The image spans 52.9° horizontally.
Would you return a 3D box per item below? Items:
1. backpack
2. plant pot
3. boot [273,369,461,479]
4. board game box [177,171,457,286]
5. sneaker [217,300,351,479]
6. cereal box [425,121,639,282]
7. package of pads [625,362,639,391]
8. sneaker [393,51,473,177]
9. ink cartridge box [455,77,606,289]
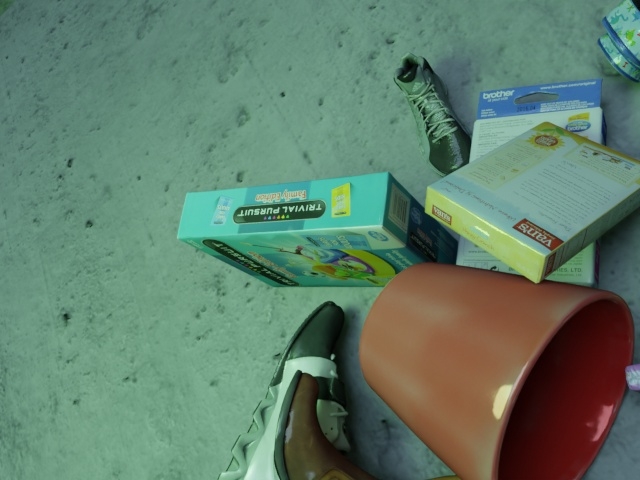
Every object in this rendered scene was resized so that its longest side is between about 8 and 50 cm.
[{"bbox_3d":[0.441,-0.276,0.894,0.084,0.114,0.104,-41,52,35],"label":"backpack"},{"bbox_3d":[0.198,0.152,0.785,0.243,0.275,0.274,22,82,47],"label":"plant pot"},{"bbox_3d":[0.082,0.296,0.794,0.281,0.096,0.263,1,65,-1],"label":"boot"},{"bbox_3d":[0.000,0.000,0.963,0.336,0.254,0.079,-3,68,32],"label":"board game box"},{"bbox_3d":[-0.009,0.247,0.941,0.146,0.122,0.330,18,61,16],"label":"sneaker"},{"bbox_3d":[0.272,-0.059,0.790,0.240,0.047,0.173,-29,47,-27],"label":"cereal box"},{"bbox_3d":[0.389,0.160,0.751,0.050,0.083,0.031,-17,66,29],"label":"package of pads"},{"bbox_3d":[0.168,-0.209,1.026,0.086,0.132,0.228,-29,56,19],"label":"sneaker"},{"bbox_3d":[0.305,-0.078,0.925,0.186,0.065,0.310,0,71,32],"label":"ink cartridge box"}]
